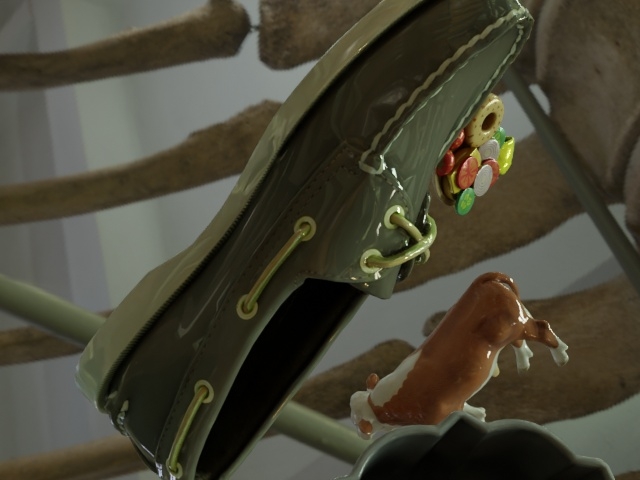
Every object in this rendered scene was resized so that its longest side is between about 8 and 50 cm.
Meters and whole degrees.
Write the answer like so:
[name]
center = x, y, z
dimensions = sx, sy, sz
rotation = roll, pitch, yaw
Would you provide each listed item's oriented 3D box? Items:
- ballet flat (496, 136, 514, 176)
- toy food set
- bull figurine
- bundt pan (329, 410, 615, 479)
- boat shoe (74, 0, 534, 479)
[ballet flat]
center = 0.183, -0.165, 1.325
dimensions = 0.077, 0.231, 0.077
rotation = -91, -157, -66
[toy food set]
center = 0.113, -0.063, 0.670
dimensions = 0.020, 0.082, 0.083
rotation = 23, -121, 37
[bull figurine]
center = 0.184, 0.189, 1.223
dimensions = 0.310, 0.188, 0.101
rotation = -50, -161, 12
[bundt pan]
center = 0.113, 0.307, 0.680
dimensions = 0.124, 0.331, 0.330
rotation = 120, -31, -59
[boat shoe]
center = 0.002, 0.000, 0.440
dimensions = 0.091, 0.109, 0.305
rotation = 47, -74, 21
